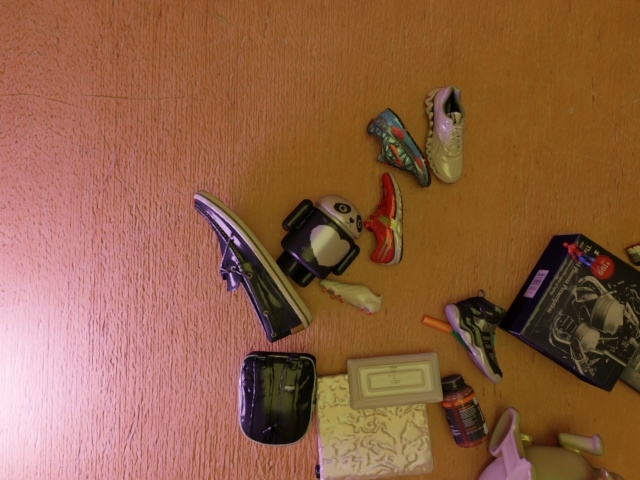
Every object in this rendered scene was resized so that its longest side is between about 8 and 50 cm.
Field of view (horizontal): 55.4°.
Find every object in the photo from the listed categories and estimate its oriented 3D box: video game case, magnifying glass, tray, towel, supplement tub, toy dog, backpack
[{"bbox_3d":[0.999,0.370,1.833,0.274,0.026,0.196,33,87,-17],"label":"video game case"},{"bbox_3d":[0.417,0.277,1.841,0.231,0.026,0.092,21,88,-2],"label":"magnifying glass"},{"bbox_3d":[0.217,0.406,1.768,0.270,0.030,0.145,-5,76,-2],"label":"tray"},{"bbox_3d":[0.150,0.539,1.791,0.332,0.053,0.316,-5,81,-4],"label":"towel"},{"bbox_3d":[0.417,0.498,1.795,0.106,0.106,0.197,-20,90,-3],"label":"supplement tub"},{"bbox_3d":[0.683,0.725,1.721,0.408,0.284,0.395,18,109,-4],"label":"toy dog"},{"bbox_3d":[-0.121,0.443,1.724,0.225,0.191,0.253,2,81,0],"label":"backpack"}]

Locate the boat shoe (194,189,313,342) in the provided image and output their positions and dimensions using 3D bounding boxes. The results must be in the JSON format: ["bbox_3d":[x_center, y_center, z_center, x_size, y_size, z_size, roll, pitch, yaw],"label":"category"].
[{"bbox_3d":[-0.219,0.077,1.736,0.156,0.187,0.500,-36,96,-9],"label":"boat shoe"}]

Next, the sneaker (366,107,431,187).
[{"bbox_3d":[0.233,-0.258,1.822,0.125,0.104,0.261,-33,86,14],"label":"sneaker"}]

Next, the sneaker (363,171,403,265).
[{"bbox_3d":[0.184,-0.066,1.801,0.118,0.107,0.279,-1,86,6],"label":"sneaker"}]

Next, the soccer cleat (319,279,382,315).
[{"bbox_3d":[0.091,0.154,1.811,0.196,0.068,0.076,26,72,-3],"label":"soccer cleat"}]

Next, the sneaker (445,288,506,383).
[{"bbox_3d":[0.493,0.276,1.783,0.153,0.101,0.268,-31,88,-3],"label":"sneaker"}]

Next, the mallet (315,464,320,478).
[{"bbox_3d":[0.021,0.609,1.809,0.062,0.039,0.189,5,84,-3],"label":"mallet"}]

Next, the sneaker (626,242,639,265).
[{"bbox_3d":[1.027,0.034,1.861,0.170,0.063,0.074,-15,89,2],"label":"sneaker"}]

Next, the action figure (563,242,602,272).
[{"bbox_3d":[0.721,0.043,1.685,0.115,0.030,0.038,39,81,5],"label":"action figure"}]

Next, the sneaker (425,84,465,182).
[{"bbox_3d":[0.378,-0.316,1.801,0.110,0.118,0.292,-7,91,-19],"label":"sneaker"}]

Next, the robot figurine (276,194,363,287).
[{"bbox_3d":[0.000,0.000,1.749,0.173,0.209,0.278,40,87,22],"label":"robot figurine"}]

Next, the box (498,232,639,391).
[{"bbox_3d":[0.763,0.203,1.784,0.313,0.179,0.343,32,87,-3],"label":"box"}]
